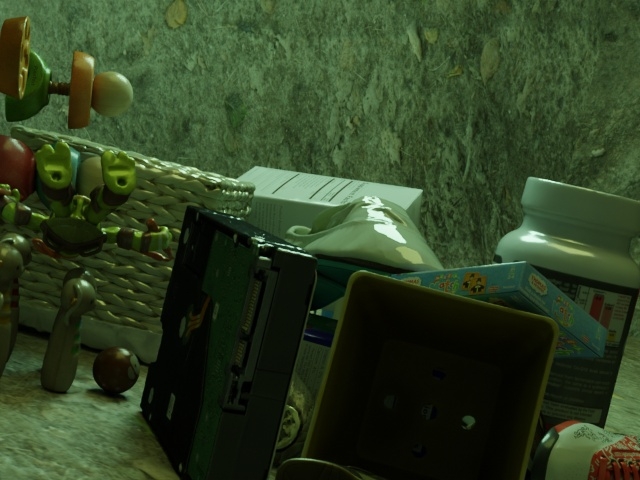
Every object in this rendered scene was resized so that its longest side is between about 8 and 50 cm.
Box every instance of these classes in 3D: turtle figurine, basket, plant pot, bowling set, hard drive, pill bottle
[{"bbox_3d":[-0.294,-0.031,1.434,0.269,0.087,0.217,18,-29,-7],"label":"turtle figurine"},{"bbox_3d":[-0.282,0.007,1.783,0.331,0.266,0.328,16,3,5],"label":"basket"},{"bbox_3d":[0.112,0.172,1.290,0.212,0.212,0.187,14,-11,7],"label":"plant pot"},{"bbox_3d":[-0.296,0.081,1.414,0.200,0.154,0.287,12,4,-16],"label":"bowling set"},{"bbox_3d":[-0.098,0.100,1.212,0.064,0.237,0.339,12,3,-17],"label":"hard drive"},{"bbox_3d":[0.334,0.104,1.762,0.210,0.363,0.210,14,4,-1],"label":"pill bottle"}]

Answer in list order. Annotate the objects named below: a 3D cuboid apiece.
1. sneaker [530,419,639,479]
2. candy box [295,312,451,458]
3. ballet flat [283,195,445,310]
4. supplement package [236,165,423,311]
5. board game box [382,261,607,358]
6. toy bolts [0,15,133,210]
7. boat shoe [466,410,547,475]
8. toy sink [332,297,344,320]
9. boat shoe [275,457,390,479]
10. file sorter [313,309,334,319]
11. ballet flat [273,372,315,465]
[{"bbox_3d":[0.363,0.272,1.442,0.145,0.090,0.270,13,0,39],"label":"sneaker"},{"bbox_3d":[0.010,0.163,1.542,0.317,0.122,0.268,15,2,10],"label":"candy box"},{"bbox_3d":[0.039,0.008,1.542,0.139,0.139,0.400,12,-10,-24],"label":"ballet flat"},{"bbox_3d":[0.000,0.000,1.999,0.293,0.177,0.175,9,18,15],"label":"supplement package"},{"bbox_3d":[0.174,0.081,1.331,0.211,0.039,0.160,-6,-33,45],"label":"board game box"},{"bbox_3d":[-0.319,-0.153,1.552,0.158,0.228,0.218,6,-18,-8],"label":"toy bolts"},{"bbox_3d":[0.231,0.246,1.544,0.095,0.095,0.257,-21,-2,9],"label":"boat shoe"},{"bbox_3d":[0.135,0.160,1.853,0.234,0.153,0.131,10,4,-35],"label":"toy sink"},{"bbox_3d":[0.028,0.233,1.119,0.152,0.056,0.049,23,-3,-11],"label":"boat shoe"},{"bbox_3d":[0.047,0.144,2.054,0.170,0.118,0.104,16,7,34],"label":"file sorter"},{"bbox_3d":[-0.066,0.135,1.330,0.058,0.084,0.250,52,11,-44],"label":"ballet flat"}]
